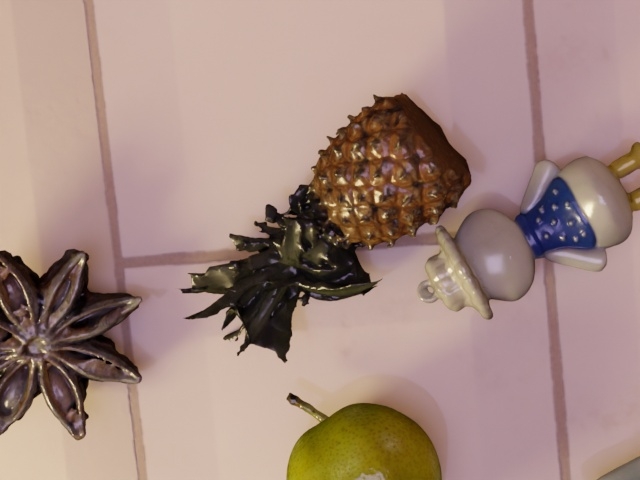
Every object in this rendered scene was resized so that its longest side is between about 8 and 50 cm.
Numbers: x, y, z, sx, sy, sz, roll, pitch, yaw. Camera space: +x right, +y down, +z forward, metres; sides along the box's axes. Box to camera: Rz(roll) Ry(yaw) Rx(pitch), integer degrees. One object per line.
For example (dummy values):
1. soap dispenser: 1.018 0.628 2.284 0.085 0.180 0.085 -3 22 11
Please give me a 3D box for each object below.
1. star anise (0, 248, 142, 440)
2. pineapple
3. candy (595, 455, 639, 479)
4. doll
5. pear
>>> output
1. star anise: -0.327 0.110 1.674 0.236 0.109 0.223 0 106 -10
2. pineapple: 0.003 0.001 1.606 0.165 0.165 0.364 46 108 0
3. candy: 0.400 0.317 1.619 0.138 0.071 0.174 -30 93 8
4. doll: 0.237 -0.007 1.584 0.293 0.119 0.138 -30 85 4
5. pear: 0.039 0.252 1.625 0.180 0.166 0.216 -39 69 23
